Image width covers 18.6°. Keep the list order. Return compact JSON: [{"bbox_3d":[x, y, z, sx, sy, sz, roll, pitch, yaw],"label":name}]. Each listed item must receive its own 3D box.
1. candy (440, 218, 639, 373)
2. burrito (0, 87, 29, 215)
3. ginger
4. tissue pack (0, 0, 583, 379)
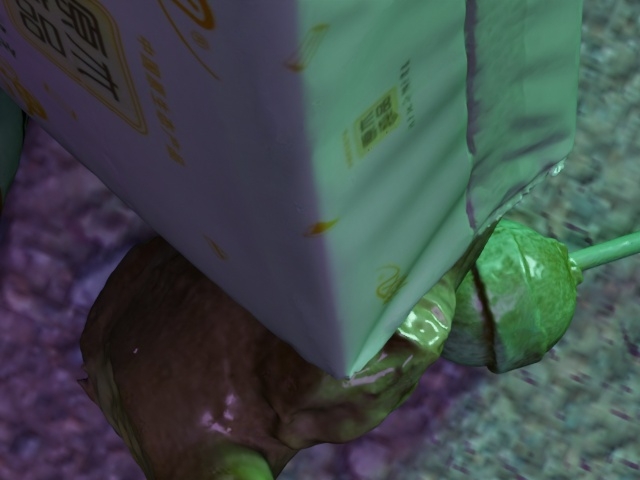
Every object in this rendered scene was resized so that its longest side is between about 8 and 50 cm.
[{"bbox_3d":[0.127,-0.003,0.701,0.202,0.061,0.061,-18,98,-9],"label":"candy"},{"bbox_3d":[-0.154,-0.048,0.681,0.104,0.054,0.288,14,98,-3],"label":"burrito"},{"bbox_3d":[0.002,0.003,0.660,0.213,0.137,0.074,-52,138,1],"label":"ginger"},{"bbox_3d":[-0.029,-0.099,0.530,0.185,0.225,0.124,38,70,24],"label":"tissue pack"}]
